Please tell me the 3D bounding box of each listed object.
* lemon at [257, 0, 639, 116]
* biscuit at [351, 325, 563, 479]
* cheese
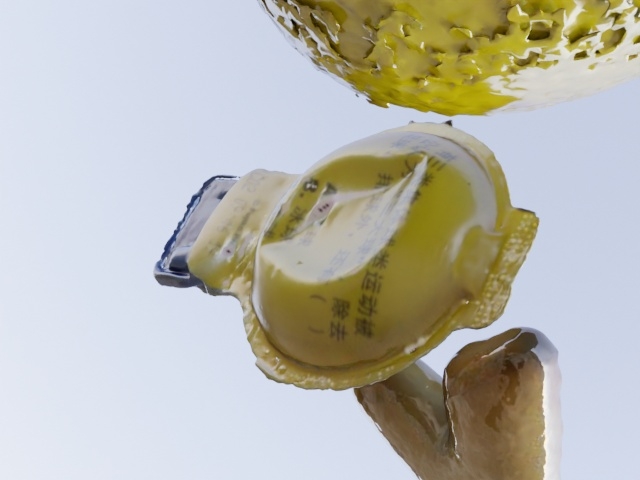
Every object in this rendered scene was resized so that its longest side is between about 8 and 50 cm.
[{"bbox_3d":[0.089,-0.187,0.392,0.310,0.258,0.258,-25,-72,3],"label":"lemon"},{"bbox_3d":[0.098,0.148,0.487,0.164,0.047,0.208,-19,-82,60],"label":"biscuit"},{"bbox_3d":[0.000,0.000,0.535,0.270,0.177,0.069,7,-27,43],"label":"cheese"}]
